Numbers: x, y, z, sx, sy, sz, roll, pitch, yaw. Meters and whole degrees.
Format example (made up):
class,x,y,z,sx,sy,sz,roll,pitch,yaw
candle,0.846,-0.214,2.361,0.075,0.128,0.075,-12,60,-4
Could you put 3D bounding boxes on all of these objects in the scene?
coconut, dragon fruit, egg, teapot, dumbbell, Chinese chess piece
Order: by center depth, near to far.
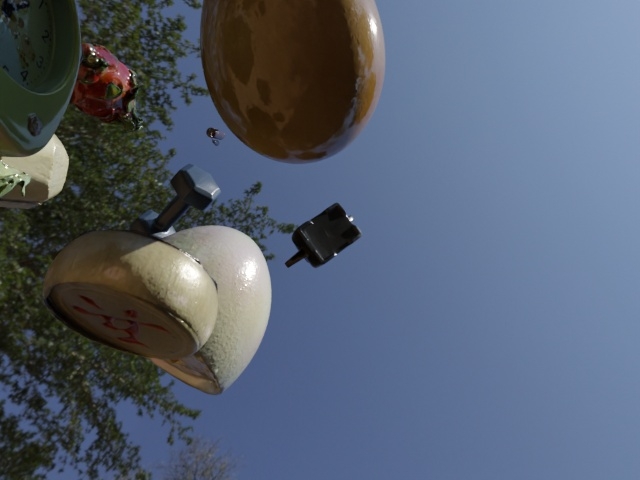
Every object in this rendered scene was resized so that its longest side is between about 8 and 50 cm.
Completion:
class,x,y,z,sx,sy,sz,roll,pitch,yaw
Chinese chess piece,-0.282,0.089,0.720,0.250,0.102,0.249,9,-37,7
egg,-0.044,-0.315,0.785,0.302,0.301,0.373,0,-78,11
teapot,0.000,0.000,0.944,0.087,0.177,0.096,53,-34,2
egg,-0.269,0.124,1.100,0.355,0.339,0.354,24,-34,17
dragon fruit,-0.548,-0.388,1.227,0.200,0.198,0.269,10,-25,45
coconut,-0.979,-0.251,1.476,0.324,0.323,0.322,4,-71,10
dumbbell,-0.479,-0.099,1.556,0.325,0.144,0.159,-41,-109,22

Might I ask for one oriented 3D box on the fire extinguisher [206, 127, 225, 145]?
class,x,y,z,sx,sy,sz,roll,pitch,yaw
fire extinguisher,-0.308,-0.303,1.381,0.035,0.173,0.048,24,-82,-4

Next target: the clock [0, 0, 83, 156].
class,x,y,z,sx,sy,sz,roll,pitch,yaw
clock,-0.373,-0.269,0.546,0.096,0.307,0.235,2,-30,4

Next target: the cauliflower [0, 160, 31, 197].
class,x,y,z,sx,sy,sz,roll,pitch,yaw
cauliflower,-0.695,-0.064,0.807,0.327,0.260,0.280,26,-102,13
